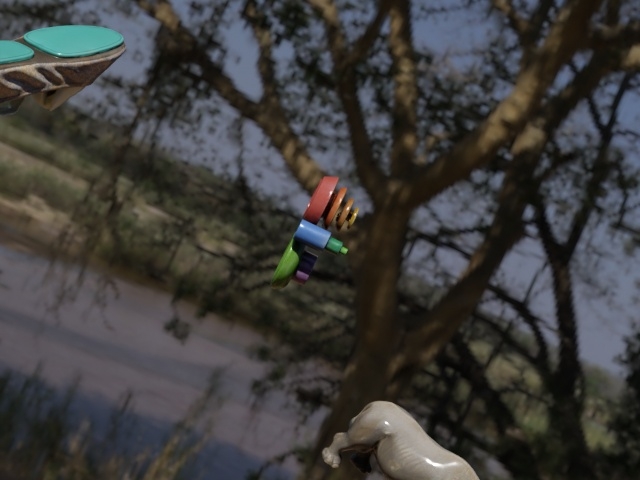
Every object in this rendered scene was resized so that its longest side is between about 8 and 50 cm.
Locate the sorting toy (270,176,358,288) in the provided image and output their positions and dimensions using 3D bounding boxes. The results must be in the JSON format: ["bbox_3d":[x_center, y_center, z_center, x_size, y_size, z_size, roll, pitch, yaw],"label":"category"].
[{"bbox_3d":[0.000,0.000,0.953,0.042,0.102,0.061,26,1,-3],"label":"sorting toy"}]

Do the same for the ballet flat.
[{"bbox_3d":[-0.402,-0.230,1.684,0.107,0.106,0.316,33,31,28],"label":"ballet flat"}]

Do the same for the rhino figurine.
[{"bbox_3d":[0.124,0.279,1.391,0.243,0.106,0.073,39,22,15],"label":"rhino figurine"}]
